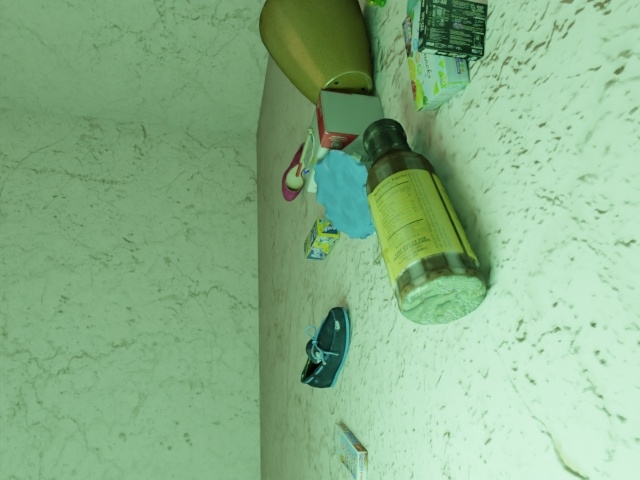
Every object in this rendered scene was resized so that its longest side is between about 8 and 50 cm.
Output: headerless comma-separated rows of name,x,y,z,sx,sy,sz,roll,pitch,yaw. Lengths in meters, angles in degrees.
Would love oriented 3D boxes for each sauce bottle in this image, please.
sauce bottle,0.125,-0.049,0.666,0.111,0.112,0.344,106,163,-44

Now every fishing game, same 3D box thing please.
fishing game,0.054,-0.088,0.891,0.264,0.041,0.189,48,148,18

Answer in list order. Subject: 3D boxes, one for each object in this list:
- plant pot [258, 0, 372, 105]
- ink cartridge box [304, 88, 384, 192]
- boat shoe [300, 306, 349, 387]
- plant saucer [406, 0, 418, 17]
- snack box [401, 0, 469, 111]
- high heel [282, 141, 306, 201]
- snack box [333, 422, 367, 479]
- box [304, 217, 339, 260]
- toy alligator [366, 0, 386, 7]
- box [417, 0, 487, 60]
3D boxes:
plant pot,0.014,-0.404,1.030,0.237,0.237,0.254,112,143,-53
ink cartridge box,0.045,-0.196,0.985,0.176,0.128,0.127,112,157,-53
boat shoe,0.007,0.268,1.125,0.109,0.089,0.258,-109,26,-58
plant saucer,0.168,-0.387,0.742,0.119,0.021,0.119,-178,90,-77
snack box,0.160,-0.269,0.673,0.100,0.037,0.141,155,107,-74
high heel,-0.082,-0.211,1.630,0.117,0.082,0.244,-88,22,-51
snack box,0.060,0.446,1.005,0.178,0.022,0.064,169,105,-76
box,0.000,0.000,1.277,0.169,0.059,0.054,122,150,-64
toy alligator,0.101,-0.555,0.995,0.056,0.052,0.189,115,154,-57
box,0.165,-0.265,0.592,0.018,0.084,0.067,-170,83,-76
